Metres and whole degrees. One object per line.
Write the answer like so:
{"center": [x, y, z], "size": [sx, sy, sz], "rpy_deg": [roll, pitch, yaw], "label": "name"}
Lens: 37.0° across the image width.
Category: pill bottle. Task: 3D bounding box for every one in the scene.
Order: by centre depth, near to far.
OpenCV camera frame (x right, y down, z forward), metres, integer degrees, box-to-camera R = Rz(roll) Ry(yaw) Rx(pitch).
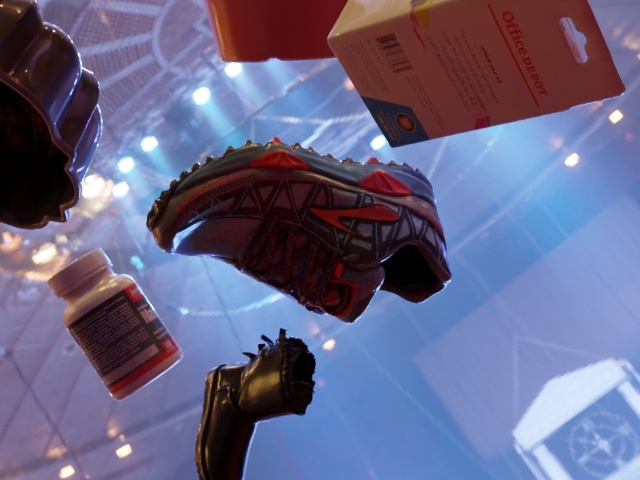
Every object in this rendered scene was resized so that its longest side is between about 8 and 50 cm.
{"center": [-0.268, 0.105, 1.233], "size": [0.108, 0.180, 0.108], "rpy_deg": [-34, 2, 2], "label": "pill bottle"}

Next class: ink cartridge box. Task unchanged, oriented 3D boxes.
{"center": [0.110, -0.136, 0.656], "size": [0.181, 0.061, 0.104], "rpy_deg": [-8, -49, 36], "label": "ink cartridge box"}

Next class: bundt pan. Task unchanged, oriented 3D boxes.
{"center": [-0.369, -0.163, 0.987], "size": [0.330, 0.331, 0.124], "rpy_deg": [103, -171, -57], "label": "bundt pan"}

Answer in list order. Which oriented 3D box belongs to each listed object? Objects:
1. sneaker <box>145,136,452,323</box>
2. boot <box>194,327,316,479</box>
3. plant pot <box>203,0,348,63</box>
{"center": [0.000, 0.000, 0.728], "size": [0.262, 0.125, 0.104], "rpy_deg": [0, -34, -32], "label": "sneaker"}
{"center": [-0.048, 0.136, 0.744], "size": [0.099, 0.121, 0.045], "rpy_deg": [-24, -38, 36], "label": "boot"}
{"center": [-0.024, -0.322, 1.043], "size": [0.275, 0.275, 0.243], "rpy_deg": [-14, -73, -39], "label": "plant pot"}
